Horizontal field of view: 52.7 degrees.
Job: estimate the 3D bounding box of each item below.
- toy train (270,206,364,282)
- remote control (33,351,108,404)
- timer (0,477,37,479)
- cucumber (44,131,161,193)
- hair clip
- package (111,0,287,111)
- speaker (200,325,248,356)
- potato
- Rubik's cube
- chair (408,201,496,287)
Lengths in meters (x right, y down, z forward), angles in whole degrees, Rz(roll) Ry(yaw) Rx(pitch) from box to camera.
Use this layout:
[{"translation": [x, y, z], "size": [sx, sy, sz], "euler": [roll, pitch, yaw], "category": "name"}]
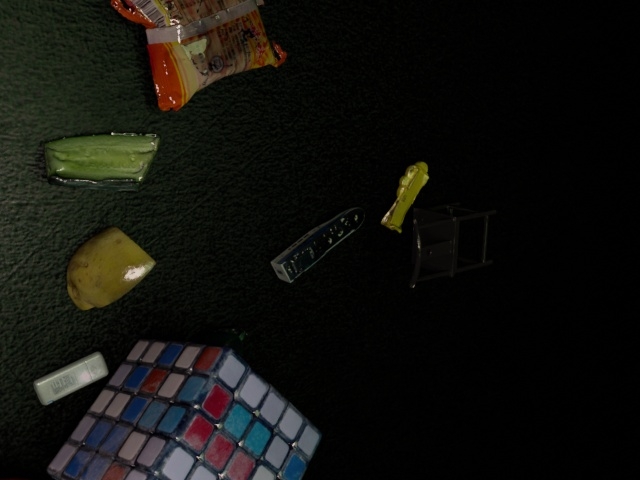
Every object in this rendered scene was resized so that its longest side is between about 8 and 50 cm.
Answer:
[{"translation": [0.000, 0.000, 1.377], "size": [0.234, 0.051, 0.052], "euler": [-39, 119, -25], "category": "toy train"}, {"translation": [-0.441, 0.244, 1.149], "size": [0.125, 0.018, 0.053], "euler": [-26, 112, -28], "category": "remote control"}, {"translation": [-0.512, 0.568, 0.991], "size": [0.378, 0.279, 0.377], "euler": [-21, 122, -39], "category": "timer"}, {"translation": [-0.361, -0.122, 1.090], "size": [0.193, 0.085, 0.115], "euler": [-2, 57, -32], "category": "cucumber"}, {"translation": [0.200, -0.103, 1.493], "size": [0.072, 0.046, 0.173], "euler": [28, 85, -45], "category": "hair clip"}, {"translation": [-0.194, -0.368, 1.135], "size": [0.288, 0.108, 0.223], "euler": [-35, 119, -26], "category": "package"}, {"translation": [-0.188, 0.199, 1.278], "size": [0.060, 0.075, 0.094], "euler": [56, 44, -38], "category": "speaker"}, {"translation": [-0.368, 0.052, 1.095], "size": [0.149, 0.120, 0.081], "euler": [-53, 124, -15], "category": "potato"}, {"translation": [-0.226, 0.367, 1.119], "size": [0.292, 0.293, 0.286], "euler": [50, 54, -29], "category": "Rubik's cube"}, {"translation": [0.273, 0.002, 1.503], "size": [0.260, 0.141, 0.154], "euler": [-10, 107, -34], "category": "chair"}]
